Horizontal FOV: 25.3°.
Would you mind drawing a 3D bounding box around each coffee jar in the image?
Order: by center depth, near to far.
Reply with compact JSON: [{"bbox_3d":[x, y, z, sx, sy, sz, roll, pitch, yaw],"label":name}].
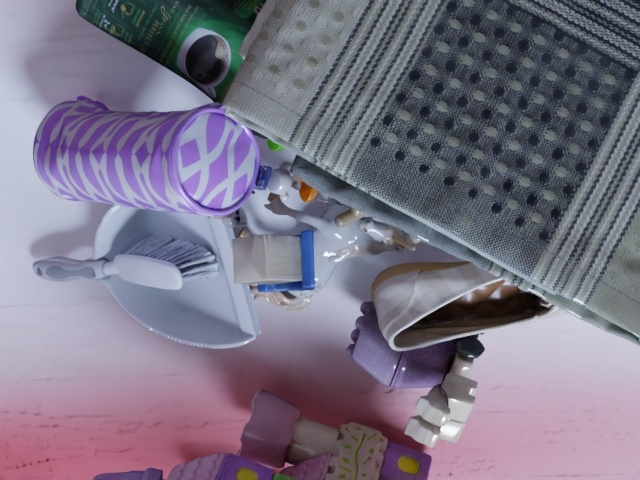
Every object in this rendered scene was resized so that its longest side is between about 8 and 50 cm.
[{"bbox_3d":[-0.083,-0.160,1.060,0.184,0.079,0.096,36,130,-2],"label":"coffee jar"}]

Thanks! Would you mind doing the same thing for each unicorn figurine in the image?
[{"bbox_3d":[0.000,0.000,1.135,0.111,0.060,0.162,33,137,-5],"label":"unicorn figurine"}]

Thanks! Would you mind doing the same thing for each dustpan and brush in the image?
[{"bbox_3d":[-0.158,0.021,1.188,0.211,0.060,0.147,5,118,43],"label":"dustpan and brush"}]

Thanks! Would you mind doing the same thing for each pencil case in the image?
[{"bbox_3d":[-0.134,-0.067,1.074,0.206,0.086,0.088,6,82,45],"label":"pencil case"}]

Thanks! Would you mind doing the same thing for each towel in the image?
[{"bbox_3d":[0.135,-0.136,0.914,0.312,0.056,0.324,30,77,-1],"label":"towel"}]

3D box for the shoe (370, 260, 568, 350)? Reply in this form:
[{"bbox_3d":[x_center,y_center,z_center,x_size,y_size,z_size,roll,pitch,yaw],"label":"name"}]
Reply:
[{"bbox_3d":[0.148,0.040,1.075,0.219,0.058,0.076,-12,126,6],"label":"shoe"}]

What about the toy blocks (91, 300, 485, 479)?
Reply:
[{"bbox_3d":[-0.052,0.207,1.117,0.260,0.288,0.309,20,124,2],"label":"toy blocks"}]

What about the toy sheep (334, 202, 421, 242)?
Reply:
[{"bbox_3d":[0.041,-0.056,1.066,0.091,0.091,0.132,-26,90,28],"label":"toy sheep"}]

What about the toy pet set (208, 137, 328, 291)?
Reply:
[{"bbox_3d":[-0.024,-0.021,1.070,0.122,0.065,0.114,-8,82,46],"label":"toy pet set"}]
